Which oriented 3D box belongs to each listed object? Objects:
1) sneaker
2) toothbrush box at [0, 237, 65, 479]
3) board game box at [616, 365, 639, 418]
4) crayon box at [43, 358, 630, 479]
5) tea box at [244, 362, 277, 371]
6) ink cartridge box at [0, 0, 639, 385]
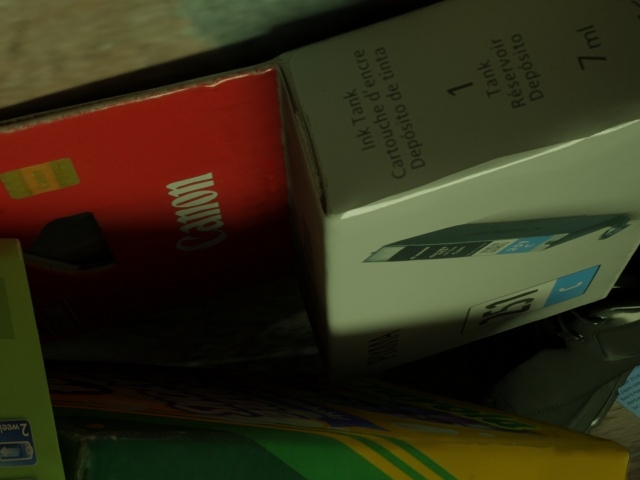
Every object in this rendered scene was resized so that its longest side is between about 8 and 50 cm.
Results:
[{"bbox_3d":[0.129,0.031,0.948,0.286,0.109,0.130,-34,153,24],"label":"sneaker"},{"bbox_3d":[-0.186,0.146,0.590,0.206,0.283,0.122,0,158,-40],"label":"toothbrush box"},{"bbox_3d":[0.265,0.054,1.113,0.027,0.145,0.281,-61,-169,-31],"label":"board game box"},{"bbox_3d":[-0.017,0.107,0.814,0.323,0.083,0.203,7,-179,-37],"label":"crayon box"},{"bbox_3d":[-0.022,0.309,1.017,0.220,0.323,0.329,24,120,-11],"label":"tea box"},{"bbox_3d":[0.000,0.000,0.722,0.261,0.066,0.296,-17,166,-3],"label":"ink cartridge box"}]
